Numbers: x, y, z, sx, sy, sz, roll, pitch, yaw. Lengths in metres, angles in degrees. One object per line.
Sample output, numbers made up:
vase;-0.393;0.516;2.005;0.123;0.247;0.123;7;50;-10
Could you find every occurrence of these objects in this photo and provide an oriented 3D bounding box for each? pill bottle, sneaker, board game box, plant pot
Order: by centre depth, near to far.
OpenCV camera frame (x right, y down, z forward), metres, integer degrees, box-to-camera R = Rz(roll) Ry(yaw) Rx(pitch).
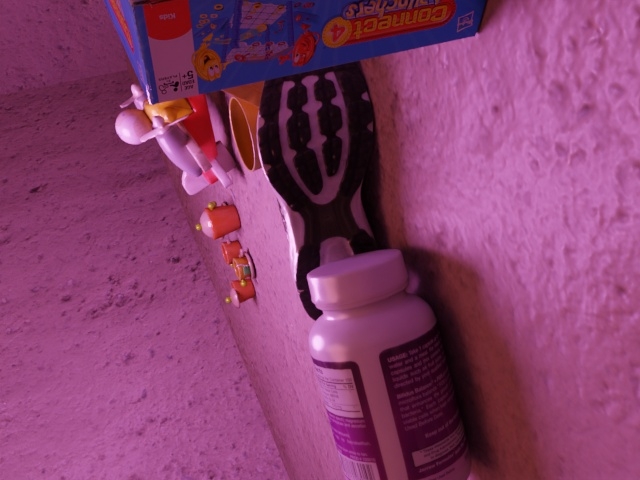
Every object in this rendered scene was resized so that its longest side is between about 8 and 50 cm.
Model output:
board game box;-0.054;-0.276;0.582;0.086;0.302;0.308;94;153;-49
pill bottle;0.081;0.171;0.812;0.169;0.169;0.301;-176;70;-71
sneaker;-0.011;-0.091;0.915;0.182;0.158;0.410;-118;21;-66
plant pot;-0.096;-0.199;1.119;0.134;0.095;0.134;163;90;-73

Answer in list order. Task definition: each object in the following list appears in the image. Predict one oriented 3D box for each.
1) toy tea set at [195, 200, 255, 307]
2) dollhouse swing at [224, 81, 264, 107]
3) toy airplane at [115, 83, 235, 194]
toy tea set;-0.288;0.041;1.871;0.200;0.124;0.336;160;93;-72
dollhouse swing;-0.098;-0.418;0.898;0.305;0.315;0.347;-51;45;24
toy airplane;-0.363;-0.282;1.555;0.386;0.272;0.384;129;122;-69
